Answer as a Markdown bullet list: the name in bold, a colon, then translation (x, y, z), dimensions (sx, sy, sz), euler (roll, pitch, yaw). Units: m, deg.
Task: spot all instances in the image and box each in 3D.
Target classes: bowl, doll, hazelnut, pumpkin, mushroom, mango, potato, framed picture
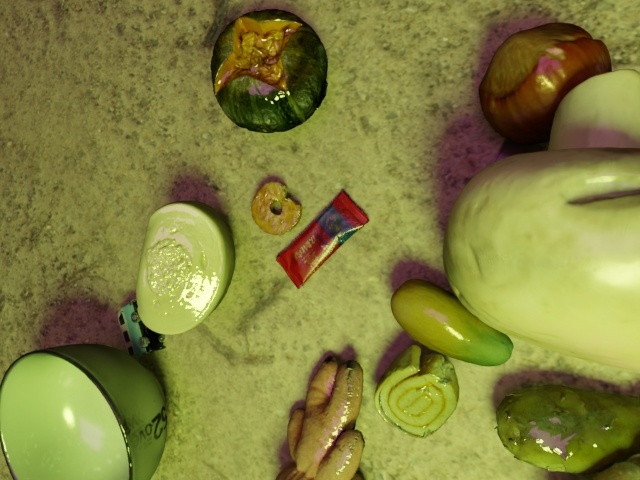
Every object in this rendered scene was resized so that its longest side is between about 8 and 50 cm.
- **bowl**: translation (-0.446, 0.362, 0.817), dimensions (0.355, 0.185, 0.352), euler (2, 96, 21)
- **doll**: translation (0.027, 0.364, 0.700), dimensions (0.201, 0.156, 0.302), euler (-11, 55, 59)
- **hazelnut**: translation (0.339, -0.234, 0.608), dimensions (0.182, 0.182, 0.181), euler (-2, 84, 20)
- **pumpkin**: translation (-0.096, -0.322, 0.784), dimensions (0.239, 0.159, 0.237), euler (-1, 81, 9)
- **mushroom**: translation (0.303, -0.001, 0.508), dimensions (0.325, 0.354, 0.352), euler (-31, 74, 38)
- **mango**: translation (0.204, 0.134, 0.641), dimensions (0.195, 0.130, 0.091), euler (24, 68, 24)
- **potato**: translation (0.373, 0.270, 0.583), dimensions (0.226, 0.090, 0.117), euler (-8, 64, 14)
- **framed picture**: translation (0.330, -0.132, 0.685), dimensions (0.066, 0.007, 0.089), euler (27, 95, 20)

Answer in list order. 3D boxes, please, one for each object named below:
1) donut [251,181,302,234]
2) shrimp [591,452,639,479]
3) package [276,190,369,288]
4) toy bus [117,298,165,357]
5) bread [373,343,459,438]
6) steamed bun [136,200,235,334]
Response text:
- **donut**: translation (-0.087, -0.061, 0.816), dimensions (0.097, 0.043, 0.108), euler (-37, 75, 13)
- **shrimp**: translation (0.487, 0.354, 0.514), dimensions (0.361, 0.085, 0.246), euler (-28, 107, 9)
- **package**: translation (0.000, 0.000, 0.789), dimensions (0.200, 0.022, 0.083), euler (-45, 72, 13)
- **toy bus**: translation (-0.405, 0.197, 0.901), dimensions (0.075, 0.060, 0.122), euler (-26, 79, 20)
- **bread**: translation (0.161, 0.247, 0.664), dimensions (0.118, 0.064, 0.156), euler (36, 118, 9)
- **steamed bun**: translation (-0.246, 0.047, 0.788), dimensions (0.155, 0.200, 0.249), euler (10, 91, -3)
